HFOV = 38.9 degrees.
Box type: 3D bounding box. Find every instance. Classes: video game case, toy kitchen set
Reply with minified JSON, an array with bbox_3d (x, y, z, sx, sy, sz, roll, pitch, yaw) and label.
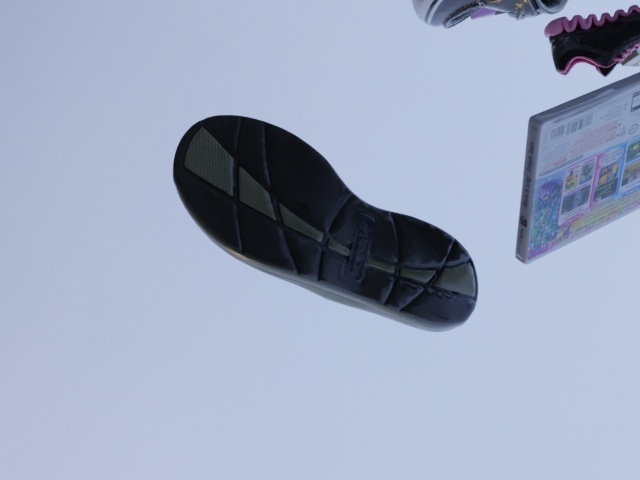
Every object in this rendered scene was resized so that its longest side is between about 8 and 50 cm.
[{"bbox_3d":[0.236,-0.066,0.787,0.019,0.157,0.143,41,-35,43],"label":"video game case"},{"bbox_3d":[0.533,-0.348,1.532,0.068,0.075,0.083,-36,-105,38],"label":"toy kitchen set"}]

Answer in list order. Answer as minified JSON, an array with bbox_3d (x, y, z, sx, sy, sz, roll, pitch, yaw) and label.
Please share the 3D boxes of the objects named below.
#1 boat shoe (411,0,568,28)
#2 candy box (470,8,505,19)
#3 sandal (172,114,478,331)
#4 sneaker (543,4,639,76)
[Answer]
[{"bbox_3d":[0.215,-0.289,0.956,0.119,0.121,0.335,59,-28,-3],"label":"boat shoe"},{"bbox_3d":[0.321,-0.423,1.402,0.164,0.070,0.196,-5,-148,27],"label":"candy box"},{"bbox_3d":[0.001,0.002,0.800,0.086,0.302,0.120,-25,-142,62],"label":"sandal"},{"bbox_3d":[0.258,-0.172,0.794,0.119,0.047,0.057,-6,-97,22],"label":"sneaker"}]
